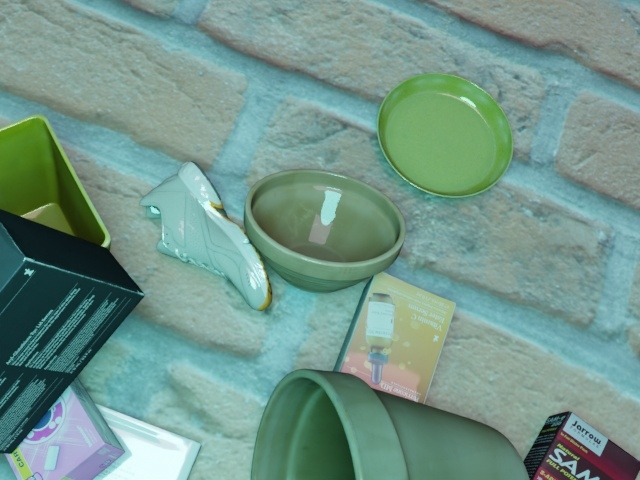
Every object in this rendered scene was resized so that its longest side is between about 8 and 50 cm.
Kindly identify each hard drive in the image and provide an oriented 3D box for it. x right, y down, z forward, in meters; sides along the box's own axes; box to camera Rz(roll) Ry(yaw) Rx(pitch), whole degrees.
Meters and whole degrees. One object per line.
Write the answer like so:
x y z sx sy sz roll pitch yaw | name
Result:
-0.309 0.377 0.879 0.203 0.040 0.307 21 68 0 | hard drive

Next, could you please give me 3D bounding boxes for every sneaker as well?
-0.173 0.012 1.020 0.121 0.099 0.262 -33 70 -11 | sneaker

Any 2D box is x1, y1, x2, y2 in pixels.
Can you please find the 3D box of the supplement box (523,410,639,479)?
0.338 0.379 0.964 0.130 0.073 0.239 36 67 6 | supplement box

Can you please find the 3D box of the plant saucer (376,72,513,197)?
0.211 -0.177 1.173 0.241 0.037 0.240 3 69 -9 | plant saucer

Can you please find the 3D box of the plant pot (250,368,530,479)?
0.096 0.324 0.843 0.281 0.323 0.322 6 68 -23 | plant pot

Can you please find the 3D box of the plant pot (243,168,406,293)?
0.000 0.000 1.011 0.238 0.109 0.237 8 37 -6 | plant pot

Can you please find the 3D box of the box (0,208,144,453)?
-0.357 0.110 0.757 0.103 0.184 0.261 43 95 26 | box

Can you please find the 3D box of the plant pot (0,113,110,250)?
-0.416 -0.005 0.927 0.212 0.187 0.212 -27 76 -18 | plant pot

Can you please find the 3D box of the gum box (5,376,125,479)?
-0.351 0.229 0.872 0.107 0.062 0.188 -39 62 -10 | gum box

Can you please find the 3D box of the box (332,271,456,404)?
0.105 0.153 1.002 0.130 0.091 0.170 22 67 0 | box
